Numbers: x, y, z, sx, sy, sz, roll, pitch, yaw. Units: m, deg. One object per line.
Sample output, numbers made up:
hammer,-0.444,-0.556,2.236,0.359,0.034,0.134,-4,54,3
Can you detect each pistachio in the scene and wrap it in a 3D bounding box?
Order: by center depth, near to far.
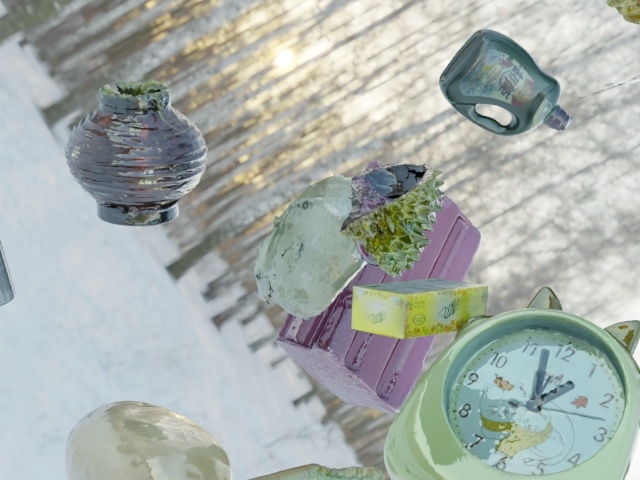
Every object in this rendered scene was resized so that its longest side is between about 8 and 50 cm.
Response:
pistachio,-0.227,0.313,1.509,0.299,0.187,0.187,22,-32,49

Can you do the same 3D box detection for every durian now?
durian,0.097,-0.020,1.326,0.186,0.119,0.108,-75,148,-67

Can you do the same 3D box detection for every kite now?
kite,0.411,-0.214,1.544,0.137,0.153,0.005,-13,87,-50

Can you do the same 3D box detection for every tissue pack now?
tissue pack,0.134,0.090,1.521,0.095,0.176,0.062,8,-81,44

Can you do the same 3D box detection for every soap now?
soap,0.105,0.075,1.860,0.128,0.359,0.233,7,-29,44

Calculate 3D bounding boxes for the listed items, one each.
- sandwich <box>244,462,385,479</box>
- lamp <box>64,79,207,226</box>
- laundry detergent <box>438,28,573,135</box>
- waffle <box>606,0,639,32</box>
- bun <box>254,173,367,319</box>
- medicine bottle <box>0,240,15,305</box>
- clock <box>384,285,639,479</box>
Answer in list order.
sandwich,-0.005,0.300,1.146,0.220,0.186,0.108,32,45,-54
lamp,-0.303,-0.147,1.878,0.247,0.247,0.247,59,-4,7
laundry detergent,0.309,-0.234,1.849,0.222,0.144,0.078,35,18,-17
waffle,0.524,-0.365,1.589,0.243,0.238,0.058,29,50,-32
bun,0.000,0.000,1.597,0.141,0.239,0.239,42,-4,-1
medicine bottle,-0.445,-0.010,1.466,0.057,0.058,0.199,-129,-153,-65
clock,0.272,0.222,1.445,0.286,0.348,0.117,22,-28,29
